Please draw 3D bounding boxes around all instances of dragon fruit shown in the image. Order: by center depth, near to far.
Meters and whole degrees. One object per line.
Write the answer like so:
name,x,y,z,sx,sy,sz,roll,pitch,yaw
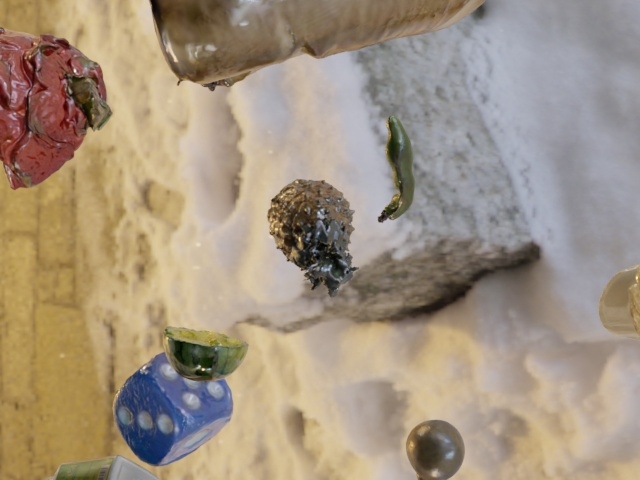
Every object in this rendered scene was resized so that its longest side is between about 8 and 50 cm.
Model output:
dragon fruit,-0.471,-0.271,1.728,0.152,0.205,0.317,95,156,-65

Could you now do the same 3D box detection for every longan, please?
longan,0.190,0.358,1.728,0.106,0.106,0.119,46,127,38

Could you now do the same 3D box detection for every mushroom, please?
mushroom,0.016,-0.313,1.109,0.397,0.313,0.224,-13,96,4

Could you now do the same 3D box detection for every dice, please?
dice,-0.239,0.270,1.662,0.146,0.143,0.146,49,121,16

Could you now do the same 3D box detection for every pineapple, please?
pineapple,0.000,0.000,1.195,0.197,0.108,0.108,-116,44,-62

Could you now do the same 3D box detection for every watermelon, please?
watermelon,-0.141,0.138,1.231,0.105,0.105,0.062,9,89,47

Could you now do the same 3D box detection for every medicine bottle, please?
medicine bottle,-0.352,0.403,1.600,0.188,0.132,0.088,-15,49,30

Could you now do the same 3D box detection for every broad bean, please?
broad bean,0.138,-0.121,1.795,0.046,0.061,0.195,-115,27,-66

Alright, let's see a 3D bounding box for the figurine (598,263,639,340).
figurine,0.525,0.020,1.359,0.332,0.185,0.204,-55,13,-16
